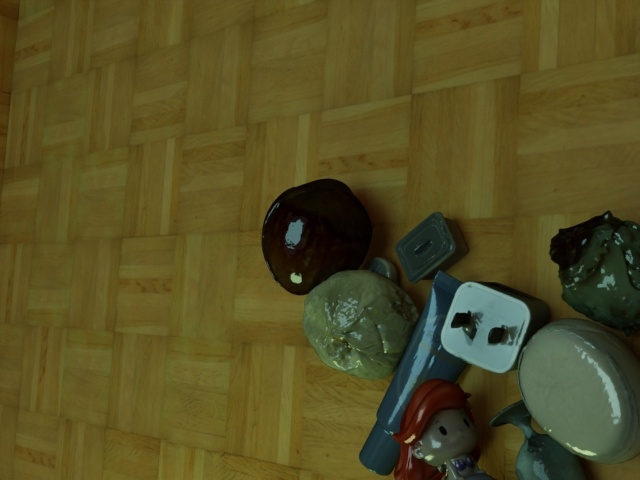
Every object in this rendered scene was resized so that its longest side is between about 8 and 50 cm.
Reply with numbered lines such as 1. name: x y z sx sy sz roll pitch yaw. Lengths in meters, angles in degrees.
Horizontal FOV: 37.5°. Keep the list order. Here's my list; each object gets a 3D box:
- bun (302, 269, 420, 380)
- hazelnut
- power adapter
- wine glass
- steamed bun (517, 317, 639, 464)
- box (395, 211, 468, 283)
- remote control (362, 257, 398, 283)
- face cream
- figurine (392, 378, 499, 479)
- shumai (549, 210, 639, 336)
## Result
1. bun: 0.066 0.159 1.712 0.220 0.134 0.220 9 120 15
2. hazelnut: 0.000 0.000 1.808 0.218 0.234 0.218 14 118 29
3. power adapter: 0.268 0.136 1.487 0.130 0.205 0.125 23 97 25
4. wine glass: 0.359 0.361 1.454 0.103 0.103 0.231 -46 57 32
5. steamed bun: 0.407 0.222 1.403 0.228 0.131 0.177 51 124 35
6. box: 0.203 0.016 1.700 0.122 0.062 0.089 -42 56 33
7. remote control: 0.083 0.132 1.823 0.078 0.042 0.221 44 116 40
8. face cream: 0.181 0.247 1.668 0.135 0.086 0.385 29 107 8
9. figurine: 0.212 0.375 1.549 0.181 0.208 0.257 -27 59 0
10. shumai: 0.427 0.049 1.404 0.184 0.142 0.184 -13 73 48
